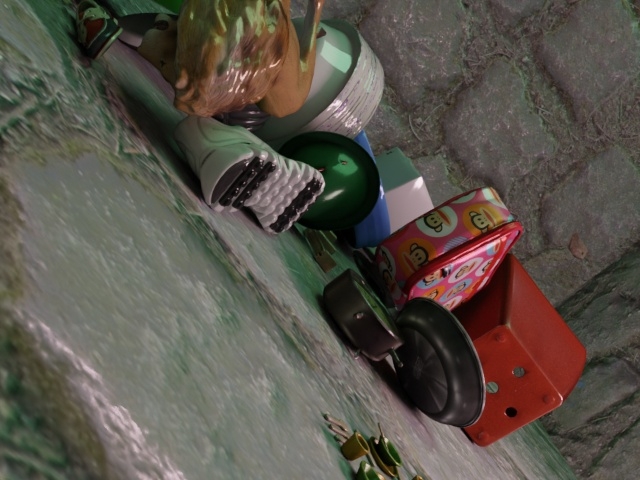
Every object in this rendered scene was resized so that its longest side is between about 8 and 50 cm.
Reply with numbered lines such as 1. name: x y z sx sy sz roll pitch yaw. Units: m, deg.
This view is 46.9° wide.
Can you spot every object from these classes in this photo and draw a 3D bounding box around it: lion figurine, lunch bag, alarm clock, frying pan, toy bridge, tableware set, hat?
1. lion figurine: -0.069 -0.237 0.933 0.392 0.142 0.240 18 76 -68
2. lunch bag: 0.211 0.035 1.241 0.120 0.258 0.293 56 -19 21
3. alarm clock: 0.055 0.097 1.040 0.129 0.064 0.192 49 12 -24
4. frying pan: 0.133 0.123 1.076 0.326 0.053 0.197 63 -28 17
5. toy bridge: 0.000 0.000 1.274 0.063 0.026 0.188 50 10 -11
6. tableware set: 0.064 0.221 0.720 0.154 0.024 0.104 44 12 -48
7. hat: -0.024 -0.063 1.122 0.183 0.208 0.173 -61 154 -64

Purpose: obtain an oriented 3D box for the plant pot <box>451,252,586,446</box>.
1. plant pot: 0.327 0.229 1.395 0.267 0.267 0.236 52 21 -5

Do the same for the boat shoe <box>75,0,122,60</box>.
1. boat shoe: -0.253 -0.239 0.826 0.043 0.049 0.137 44 9 -31

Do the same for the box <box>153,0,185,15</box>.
1. box: -0.256 -0.414 1.004 0.262 0.127 0.231 27 14 -9

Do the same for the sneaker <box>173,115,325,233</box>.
1. sneaker: -0.084 -0.089 0.950 0.118 0.110 0.292 45 6 21

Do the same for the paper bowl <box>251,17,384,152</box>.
1. paper bowl: -0.043 -0.275 1.299 0.148 0.284 0.284 43 13 -42

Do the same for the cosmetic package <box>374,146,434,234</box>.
1. cosmetic package: 0.218 -0.025 1.860 0.365 0.155 0.197 62 2 -29

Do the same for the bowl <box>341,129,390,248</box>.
1. bowl: 0.043 -0.164 1.591 0.391 0.077 0.391 160 -90 -85

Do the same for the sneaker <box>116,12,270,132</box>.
1. sneaker: -0.175 -0.238 1.104 0.296 0.147 0.104 7 42 -33
